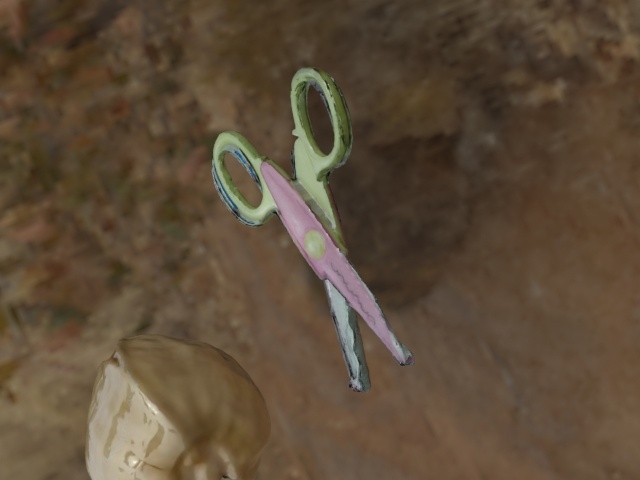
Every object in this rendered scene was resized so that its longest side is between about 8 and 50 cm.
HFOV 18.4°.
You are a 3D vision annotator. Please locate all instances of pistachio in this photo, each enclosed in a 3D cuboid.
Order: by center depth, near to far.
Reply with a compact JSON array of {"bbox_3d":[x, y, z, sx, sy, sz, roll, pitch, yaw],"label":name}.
[{"bbox_3d":[-0.125,0.147,1.606,0.229,0.157,0.157,-142,32,-74],"label":"pistachio"}]

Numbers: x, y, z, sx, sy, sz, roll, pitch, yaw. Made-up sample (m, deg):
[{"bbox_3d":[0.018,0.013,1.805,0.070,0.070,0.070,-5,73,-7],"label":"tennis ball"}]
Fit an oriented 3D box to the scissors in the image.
[{"bbox_3d":[0.000,0.000,1.187,0.133,0.020,0.187,-37,75,48],"label":"scissors"}]
